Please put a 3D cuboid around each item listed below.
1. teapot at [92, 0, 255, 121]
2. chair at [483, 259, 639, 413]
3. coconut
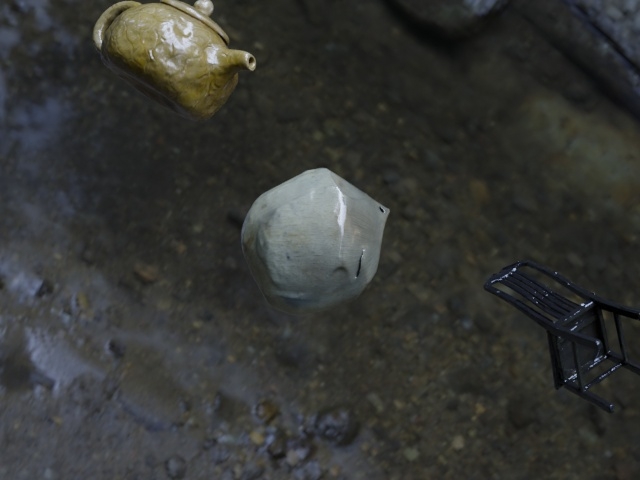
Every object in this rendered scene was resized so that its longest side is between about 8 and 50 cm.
[{"bbox_3d":[-0.219,-0.293,1.865,0.311,0.203,0.167,28,85,35],"label":"teapot"},{"bbox_3d":[0.283,0.105,1.451,0.084,0.101,0.212,-29,29,-22],"label":"chair"},{"bbox_3d":[0.000,0.000,1.821,0.224,0.224,0.224,15,52,-19],"label":"coconut"}]
